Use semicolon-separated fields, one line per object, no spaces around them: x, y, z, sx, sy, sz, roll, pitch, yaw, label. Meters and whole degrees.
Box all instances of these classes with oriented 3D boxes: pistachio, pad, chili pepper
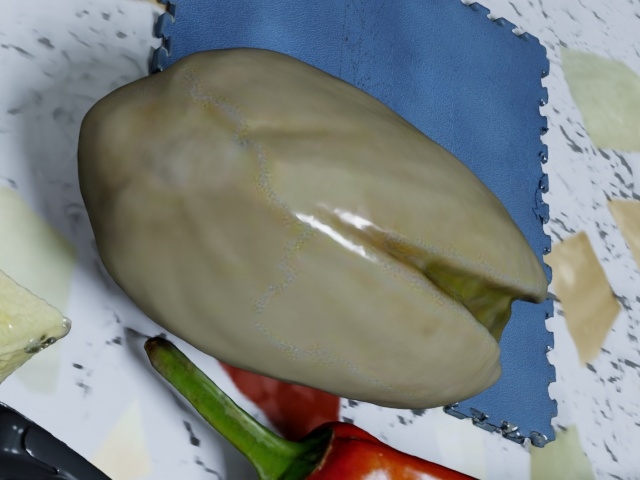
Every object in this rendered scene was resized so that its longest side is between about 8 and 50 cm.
0.000;0.000;0.716;0.226;0.136;0.135;27;51;-28;pistachio
0.025;-0.050;0.868;0.269;0.012;0.269;27;51;-30;pad
0.081;0.141;0.775;0.368;0.092;0.137;22;26;-38;chili pepper

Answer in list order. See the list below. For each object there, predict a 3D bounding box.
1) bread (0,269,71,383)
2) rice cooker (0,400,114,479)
-0.149;0.054;0.593;0.080;0.084;0.109;40;46;-18;bread
-0.126;0.148;0.531;0.142;0.118;0.203;45;45;-30;rice cooker
